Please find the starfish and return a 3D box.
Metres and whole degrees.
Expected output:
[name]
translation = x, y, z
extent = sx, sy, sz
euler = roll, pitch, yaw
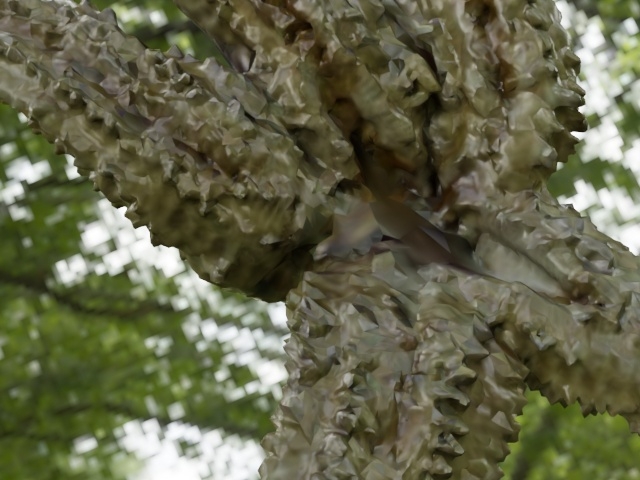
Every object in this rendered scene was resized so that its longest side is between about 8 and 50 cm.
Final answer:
[starfish]
translation = -0.009, -0.021, 0.507
extent = 0.301, 0.293, 0.084
euler = -26, -15, -25
